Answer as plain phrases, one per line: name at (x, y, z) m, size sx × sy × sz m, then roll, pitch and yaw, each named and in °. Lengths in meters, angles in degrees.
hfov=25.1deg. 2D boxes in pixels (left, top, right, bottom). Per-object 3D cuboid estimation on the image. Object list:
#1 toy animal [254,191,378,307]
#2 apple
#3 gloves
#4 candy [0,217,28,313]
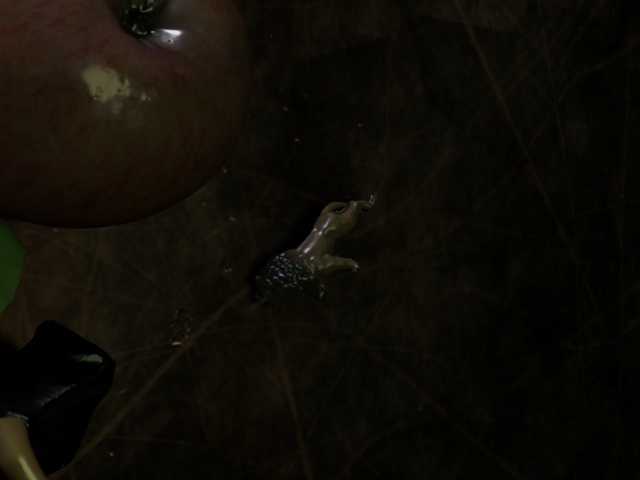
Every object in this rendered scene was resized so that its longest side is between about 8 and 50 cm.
toy animal at (0.011, 0.012, 1.701) m, size 0.220 × 0.069 × 0.086 m, roll -46°, pitch 110°, yaw -35°
apple at (-0.213, -0.165, 1.347) m, size 0.345 × 0.269 × 0.345 m, roll 1°, pitch 89°, yaw -43°
gloves at (-0.307, 0.223, 1.346) m, size 0.152 × 0.197 × 0.301 m, roll 20°, pitch 55°, yaw -7°
candy at (-0.419, -0.019, 1.244) m, size 0.343 × 0.142 × 0.132 m, roll 25°, pitch 65°, yaw -42°
